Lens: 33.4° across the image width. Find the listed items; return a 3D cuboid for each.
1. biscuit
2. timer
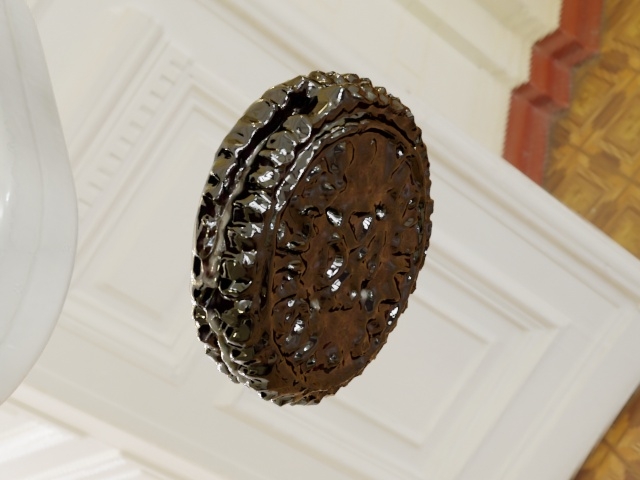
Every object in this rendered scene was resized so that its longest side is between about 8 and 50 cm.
[{"bbox_3d":[0.000,0.000,0.603,0.053,0.194,0.194,18,75,34],"label":"biscuit"},{"bbox_3d":[-0.228,-0.001,0.477,0.262,0.087,0.237,-34,59,21],"label":"timer"}]
